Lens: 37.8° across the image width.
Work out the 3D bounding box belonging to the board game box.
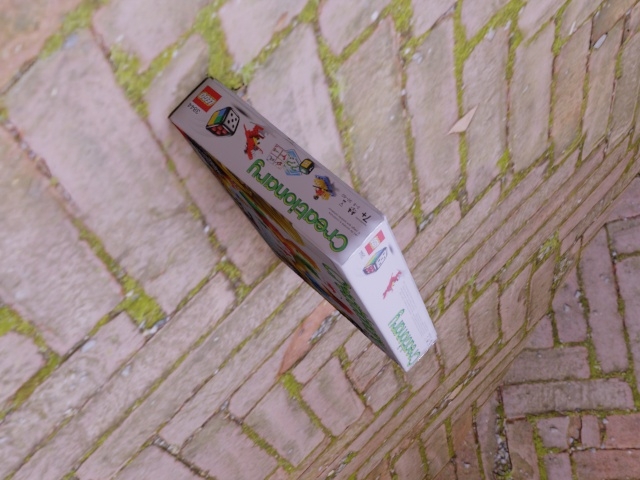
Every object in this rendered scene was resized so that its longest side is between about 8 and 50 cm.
[{"bbox_3d":[0.000,0.000,0.818,0.053,0.193,0.305,-47,155,-7],"label":"board game box"}]
